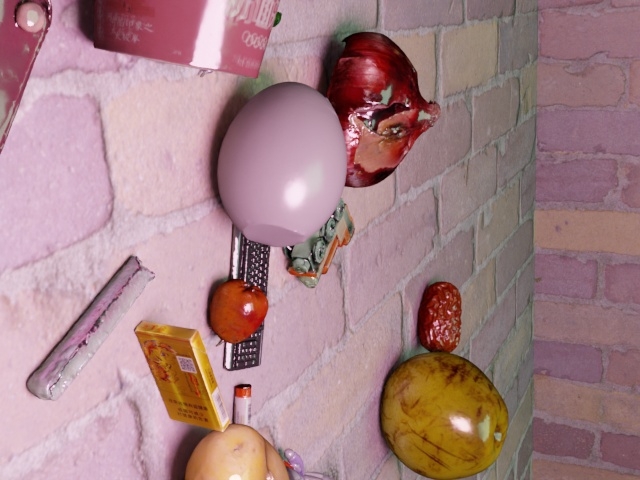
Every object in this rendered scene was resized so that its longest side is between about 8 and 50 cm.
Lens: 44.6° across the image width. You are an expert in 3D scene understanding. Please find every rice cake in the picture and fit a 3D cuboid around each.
[{"bbox_3d":[-0.249,0.094,0.869,0.208,0.033,0.033,-60,145,-42],"label":"rice cake"}]

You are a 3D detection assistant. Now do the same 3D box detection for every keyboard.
[{"bbox_3d":[-0.104,0.078,1.163,0.093,0.025,0.230,1,93,-61],"label":"keyboard"}]

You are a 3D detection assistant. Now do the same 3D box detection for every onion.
[{"bbox_3d":[0.108,-0.217,1.352,0.272,0.195,0.272,7,90,-73],"label":"onion"}]

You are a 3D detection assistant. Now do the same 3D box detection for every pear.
[{"bbox_3d":[0.267,0.378,1.685,0.283,0.283,0.284,-17,110,-62],"label":"pear"}]

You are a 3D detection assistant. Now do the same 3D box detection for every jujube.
[{"bbox_3d":[0.286,0.184,1.875,0.112,0.109,0.176,123,-23,-65],"label":"jujube"}]

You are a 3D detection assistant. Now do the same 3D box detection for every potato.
[{"bbox_3d":[-0.114,0.342,1.050,0.150,0.146,0.234,60,-5,38],"label":"potato"}]

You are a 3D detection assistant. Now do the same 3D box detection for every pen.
[{"bbox_3d":[-0.120,0.334,1.169,0.028,0.028,0.239,-2,96,-63],"label":"pen"}]

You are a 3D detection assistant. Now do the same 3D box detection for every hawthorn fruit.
[{"bbox_3d":[-0.120,0.103,1.089,0.093,0.081,0.081,-61,155,10],"label":"hawthorn fruit"}]

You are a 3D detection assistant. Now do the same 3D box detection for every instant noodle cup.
[{"bbox_3d":[-0.139,-0.277,0.834,0.235,0.234,0.178,-12,115,-62],"label":"instant noodle cup"}]

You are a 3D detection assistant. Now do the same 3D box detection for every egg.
[{"bbox_3d":[-0.050,-0.109,1.073,0.176,0.176,0.232,51,44,-54],"label":"egg"}]

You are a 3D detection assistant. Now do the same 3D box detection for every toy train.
[{"bbox_3d":[0.000,0.000,1.309,0.118,0.074,0.176,69,34,-47],"label":"toy train"}]

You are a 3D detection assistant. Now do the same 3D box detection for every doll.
[{"bbox_3d":[-0.032,0.427,1.306,0.102,0.075,0.227,-57,134,-20],"label":"doll"}]

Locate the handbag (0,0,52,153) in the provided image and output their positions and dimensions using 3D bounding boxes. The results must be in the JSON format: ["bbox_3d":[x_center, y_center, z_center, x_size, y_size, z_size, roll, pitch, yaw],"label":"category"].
[{"bbox_3d":[-0.328,-0.161,0.628,0.203,0.074,0.216,39,60,-58],"label":"handbag"}]

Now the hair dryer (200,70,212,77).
[{"bbox_3d":[-0.137,-0.264,1.038,0.063,0.037,0.114,50,57,-52],"label":"hair dryer"}]

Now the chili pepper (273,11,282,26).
[{"bbox_3d":[-0.092,-0.324,1.113,0.118,0.035,0.055,24,89,-58],"label":"chili pepper"}]

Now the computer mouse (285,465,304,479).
[{"bbox_3d":[-0.051,0.448,1.200,0.068,0.113,0.229,0,111,-31],"label":"computer mouse"}]

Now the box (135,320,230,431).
[{"bbox_3d":[-0.171,0.170,0.977,0.022,0.089,0.156,-53,138,-47],"label":"box"}]
